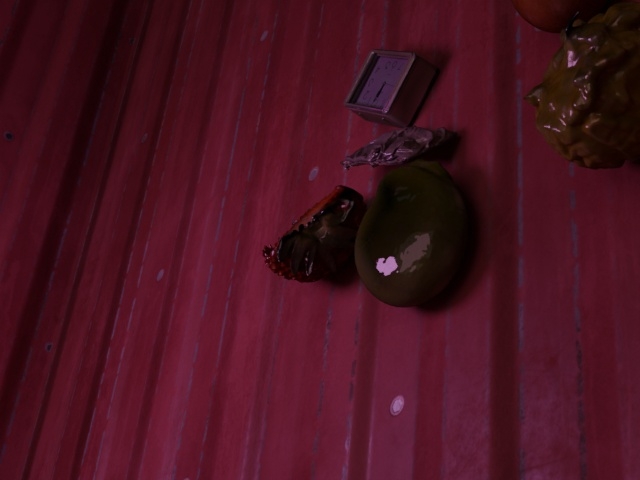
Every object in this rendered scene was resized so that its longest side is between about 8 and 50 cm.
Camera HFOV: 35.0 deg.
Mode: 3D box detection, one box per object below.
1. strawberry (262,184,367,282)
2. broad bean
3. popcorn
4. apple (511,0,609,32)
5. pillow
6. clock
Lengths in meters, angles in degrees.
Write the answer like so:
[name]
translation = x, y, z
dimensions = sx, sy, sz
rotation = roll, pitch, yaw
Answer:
[strawberry]
translation = 0.000, 0.000, 2.069
dimensions = 0.233, 0.137, 0.306
rotation = -43, 4, -4
[broad bean]
translation = 0.161, -0.013, 1.805
dimensions = 0.238, 0.119, 0.291
rotation = -27, 46, 32
[popcorn]
translation = 0.416, -0.227, 1.478
dimensions = 0.249, 0.225, 0.249
rotation = -41, 38, 42
[apple]
translation = 0.410, -0.460, 1.739
dimensions = 0.201, 0.162, 0.201
rotation = -35, 40, 37
[pillow]
translation = 0.144, -0.183, 1.978
dimensions = 0.135, 0.049, 0.248
rotation = -33, 15, -25
[clock]
translation = 0.144, -0.319, 2.131
dimensions = 0.147, 0.071, 0.192
rotation = -62, 30, -1
